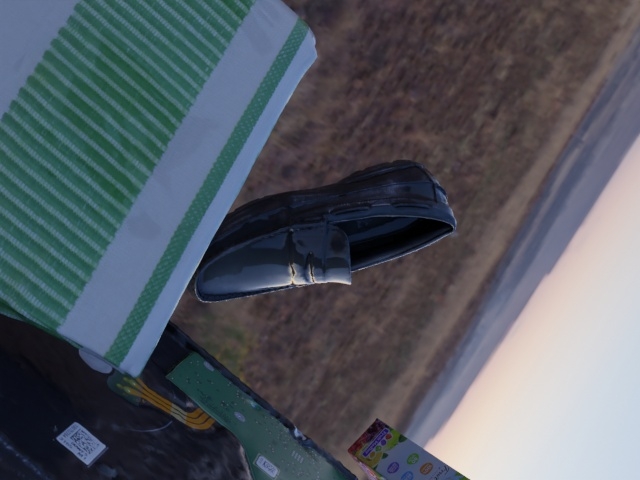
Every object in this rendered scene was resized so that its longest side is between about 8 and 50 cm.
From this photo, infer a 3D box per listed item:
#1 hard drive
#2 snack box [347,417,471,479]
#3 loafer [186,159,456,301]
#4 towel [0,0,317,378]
[{"bbox_3d":[-0.103,0.120,0.528,0.064,0.339,0.237,-51,179,13],"label":"hard drive"},{"bbox_3d":[0.089,0.198,0.671,0.037,0.100,0.141,-46,125,-17],"label":"snack box"},{"bbox_3d":[0.000,0.000,0.739,0.223,0.078,0.076,-20,137,-14],"label":"loafer"},{"bbox_3d":[-0.181,-0.107,0.484,0.248,0.325,0.038,-63,-167,-18],"label":"towel"}]
